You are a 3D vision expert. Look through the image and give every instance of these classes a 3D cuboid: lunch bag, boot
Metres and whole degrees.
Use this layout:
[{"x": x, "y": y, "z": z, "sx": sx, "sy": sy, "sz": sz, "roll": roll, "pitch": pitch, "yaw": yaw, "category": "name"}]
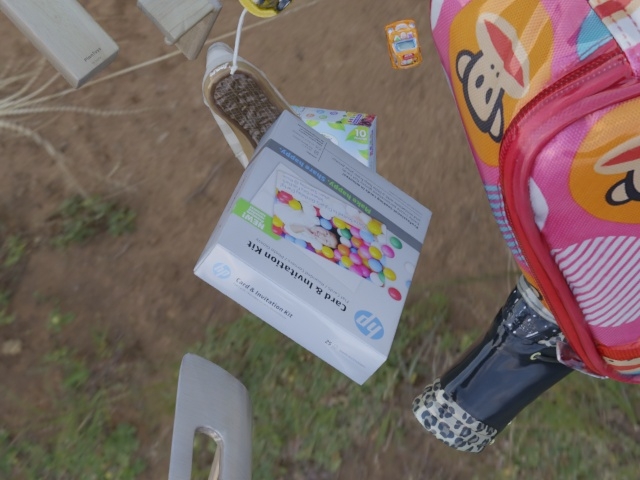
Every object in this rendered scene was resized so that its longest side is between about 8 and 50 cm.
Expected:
[{"x": 0.206, "y": -0.061, "z": 0.593, "sx": 0.293, "sy": 0.120, "sz": 0.258, "roll": -25, "pitch": 144, "yaw": 7, "category": "lunch bag"}, {"x": 0.197, "y": 0.111, "z": 1.346, "sx": 0.178, "sy": 0.236, "sz": 0.085, "roll": -49, "pitch": 58, "yaw": 17, "category": "boot"}]

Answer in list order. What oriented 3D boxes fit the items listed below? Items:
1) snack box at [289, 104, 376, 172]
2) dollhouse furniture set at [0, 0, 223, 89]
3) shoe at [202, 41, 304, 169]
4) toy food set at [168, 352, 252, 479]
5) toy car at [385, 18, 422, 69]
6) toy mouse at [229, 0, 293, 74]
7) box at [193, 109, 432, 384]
[{"x": 0.007, "y": -0.069, "z": 1.573, "sx": 0.100, "sy": 0.037, "sz": 0.141, "roll": 7, "pitch": 120, "yaw": 13, "category": "snack box"}, {"x": -0.204, "y": -0.202, "z": 1.374, "sx": 0.144, "sy": 0.123, "sz": 0.151, "roll": 47, "pitch": 68, "yaw": 1, "category": "dollhouse furniture set"}, {"x": -0.049, "y": -0.101, "z": 1.402, "sx": 0.076, "sy": 0.058, "sz": 0.219, "roll": -32, "pitch": 133, "yaw": 0, "category": "shoe"}, {"x": -0.116, "y": 0.265, "z": 1.041, "sx": 0.092, "sy": 0.220, "sz": 0.306, "roll": 11, "pitch": 121, "yaw": -9, "category": "toy food set"}, {"x": 0.128, "y": -0.202, "z": 1.589, "sx": 0.122, "sy": 0.040, "sz": 0.060, "roll": 1, "pitch": 126, "yaw": -10, "category": "toy car"}, {"x": -0.063, "y": -0.219, "z": 0.999, "sx": 0.143, "sy": 0.031, "sz": 0.161, "roll": 39, "pitch": 98, "yaw": 0, "category": "toy mouse"}, {"x": 0.000, "y": 0.000, "z": 1.090, "sx": 0.145, "sy": 0.186, "sz": 0.038, "roll": 35, "pitch": 128, "yaw": -9, "category": "box"}]
